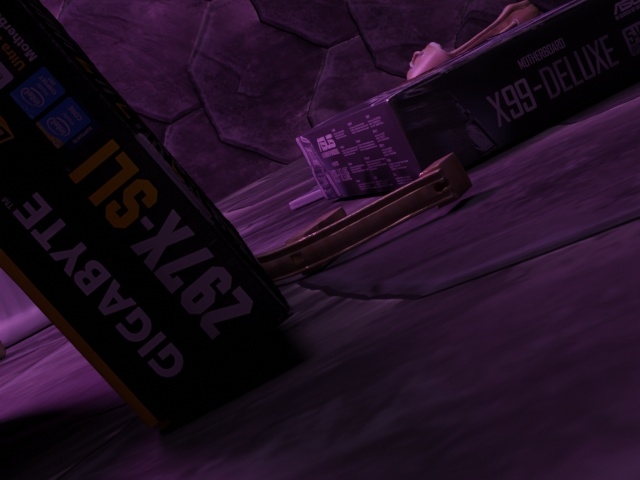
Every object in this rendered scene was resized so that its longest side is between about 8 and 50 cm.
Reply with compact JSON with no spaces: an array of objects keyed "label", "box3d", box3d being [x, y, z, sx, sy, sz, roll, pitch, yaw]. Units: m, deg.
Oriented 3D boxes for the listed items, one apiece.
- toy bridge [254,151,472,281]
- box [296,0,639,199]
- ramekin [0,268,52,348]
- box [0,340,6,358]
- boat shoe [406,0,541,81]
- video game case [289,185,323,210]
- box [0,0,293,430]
[{"label":"toy bridge","box3d":[0.000,0.000,0.634,0.188,0.026,0.063,-24,8,31]},{"label":"box","box3d":[0.128,-0.124,0.904,0.242,0.076,0.307,-28,7,-11]},{"label":"ramekin","box3d":[-0.424,0.065,1.306,0.277,0.135,0.277,-26,7,3]},{"label":"box","box3d":[-0.493,0.140,1.047,0.214,0.117,0.243,-21,7,37]},{"label":"boat shoe","box3d":[0.160,-0.208,1.340,0.302,0.103,0.113,-26,6,5]},{"label":"video game case","box3d":[0.028,-0.070,1.168,0.087,0.011,0.122,-21,8,37]},{"label":"box","box3d":[-0.139,-0.060,0.522,0.079,0.257,0.322,-42,11,-2]}]
